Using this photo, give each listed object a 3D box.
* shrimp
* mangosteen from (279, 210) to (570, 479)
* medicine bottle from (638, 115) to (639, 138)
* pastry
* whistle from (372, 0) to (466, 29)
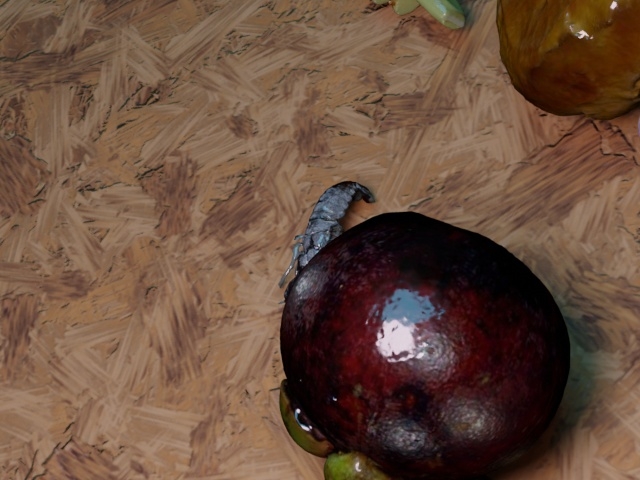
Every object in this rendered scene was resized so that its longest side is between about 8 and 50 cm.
[{"bbox_3d":[-0.002,-0.004,1.902,0.082,0.076,0.174,-5,50,45],"label":"shrimp"},{"bbox_3d":[0.091,0.123,1.634,0.300,0.300,0.300,-10,53,13],"label":"mangosteen"},{"bbox_3d":[0.425,-0.088,1.766,0.135,0.135,0.168,-27,50,-1],"label":"medicine bottle"},{"bbox_3d":[0.311,-0.297,1.839,0.163,0.356,0.356,13,53,-15],"label":"pastry"},{"bbox_3d":[0.096,-0.355,2.096,0.106,0.131,0.288,-49,50,21],"label":"whistle"}]
